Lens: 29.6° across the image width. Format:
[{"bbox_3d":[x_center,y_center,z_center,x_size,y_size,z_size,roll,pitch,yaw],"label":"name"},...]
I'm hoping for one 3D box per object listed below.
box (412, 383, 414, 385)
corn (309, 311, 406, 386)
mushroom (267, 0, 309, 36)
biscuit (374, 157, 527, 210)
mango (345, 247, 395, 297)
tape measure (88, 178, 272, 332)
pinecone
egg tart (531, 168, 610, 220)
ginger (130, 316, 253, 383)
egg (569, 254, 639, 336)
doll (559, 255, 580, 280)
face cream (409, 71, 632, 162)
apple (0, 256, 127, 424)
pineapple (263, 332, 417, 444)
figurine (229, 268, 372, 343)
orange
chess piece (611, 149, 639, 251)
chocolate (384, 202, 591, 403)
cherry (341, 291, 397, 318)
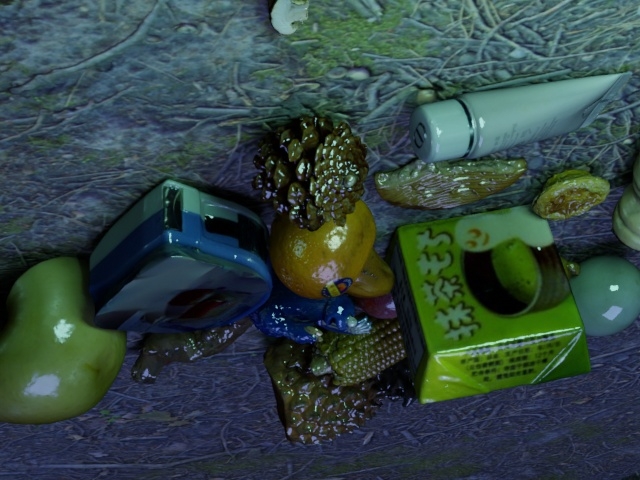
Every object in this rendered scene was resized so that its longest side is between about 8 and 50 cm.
[{"bbox_3d":[0.247,0.242,2.540,0.225,0.086,0.129,-11,154,0],"label":"box"},{"bbox_3d":[0.127,0.169,2.247,0.322,0.119,0.119,-29,156,-6],"label":"corn"},{"bbox_3d":[-0.038,-0.269,1.412,0.049,0.019,0.101,-6,157,-8],"label":"mushroom"},{"bbox_3d":[0.205,-0.093,1.873,0.229,0.031,0.176,-15,156,11],"label":"biscuit"},{"bbox_3d":[0.053,0.046,1.989,0.105,0.084,0.159,-30,116,24],"label":"mango"},{"bbox_3d":[-0.202,0.033,1.850,0.262,0.138,0.259,10,149,-38],"label":"tape measure"},{"bbox_3d":[-0.018,-0.093,1.650,0.174,0.173,0.173,-9,155,-4],"label":"pinecone"},{"bbox_3d":[0.403,-0.077,1.964,0.130,0.052,0.130,-9,154,-5],"label":"egg tart"},{"bbox_3d":[-0.240,0.187,2.251,0.290,0.084,0.122,-26,173,21],"label":"ginger"},{"bbox_3d":[0.530,0.106,2.288,0.149,0.149,0.192,0,152,-23],"label":"egg"},{"bbox_3d":[0.371,0.067,2.214,0.210,0.097,0.137,11,153,-29],"label":"doll"},{"bbox_3d":[0.277,-0.170,1.687,0.315,0.089,0.143,-10,155,-20],"label":"face cream"},{"bbox_3d":[-0.452,0.182,1.948,0.295,0.233,0.258,-18,152,16],"label":"apple"},{"bbox_3d":[0.078,0.261,2.379,0.358,0.222,0.223,-16,155,-3],"label":"pineapple"},{"bbox_3d":[-0.042,0.107,2.058,0.262,0.120,0.164,3,-178,28],"label":"figurine"},{"bbox_3d":[0.003,0.002,1.822,0.155,0.177,0.177,30,159,14],"label":"orange"},{"bbox_3d":[0.547,-0.115,1.892,0.137,0.137,0.300,-8,144,-6],"label":"chess piece"},{"bbox_3d":[0.271,0.093,1.996,0.289,0.300,0.137,-10,143,-3],"label":"chocolate"},{"bbox_3d":[0.089,0.099,2.193,0.107,0.090,0.226,-17,-175,-42],"label":"cherry"}]
